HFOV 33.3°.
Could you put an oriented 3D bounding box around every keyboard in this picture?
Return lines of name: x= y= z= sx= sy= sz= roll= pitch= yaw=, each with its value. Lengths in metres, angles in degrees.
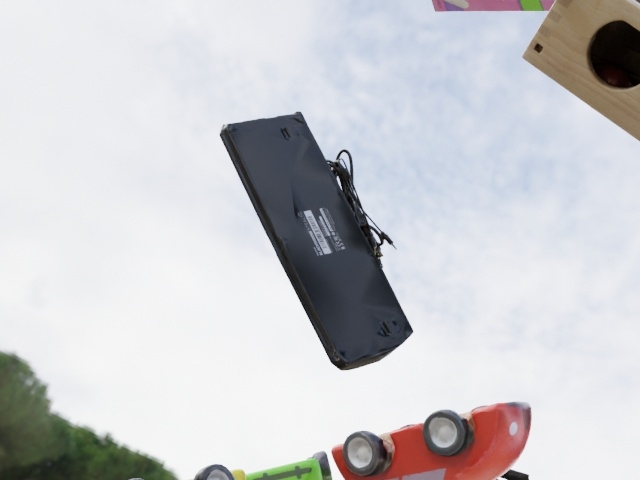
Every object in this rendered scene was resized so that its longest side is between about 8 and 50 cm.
keyboard: x=0.000 y=0.000 z=0.744 sx=0.038 sy=0.100 sz=0.192 roll=-44 pitch=-115 yaw=48

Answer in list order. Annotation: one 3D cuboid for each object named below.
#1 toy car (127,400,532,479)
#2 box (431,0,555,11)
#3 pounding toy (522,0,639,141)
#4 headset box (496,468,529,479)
toy car: x=-0.016 y=0.142 z=0.576 sx=0.239 sy=0.053 sz=0.225 roll=-11 pitch=-14 yaw=-7
box: x=0.221 y=-0.354 z=1.116 sx=0.243 sy=0.117 sz=0.213 roll=6 pitch=-33 yaw=26
pounding toy: x=0.204 y=-0.162 z=0.827 sx=0.206 sy=0.181 sz=0.094 roll=39 pitch=-57 yaw=16
headset box: x=0.155 y=0.390 z=1.221 sx=0.218 sy=0.293 sz=0.110 roll=18 pitch=5 yaw=-4
